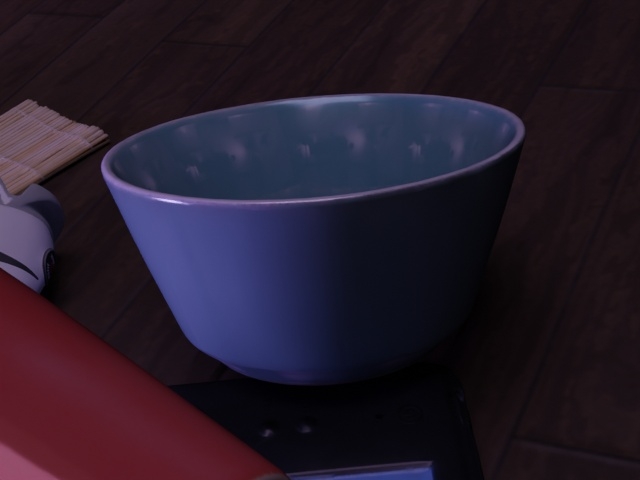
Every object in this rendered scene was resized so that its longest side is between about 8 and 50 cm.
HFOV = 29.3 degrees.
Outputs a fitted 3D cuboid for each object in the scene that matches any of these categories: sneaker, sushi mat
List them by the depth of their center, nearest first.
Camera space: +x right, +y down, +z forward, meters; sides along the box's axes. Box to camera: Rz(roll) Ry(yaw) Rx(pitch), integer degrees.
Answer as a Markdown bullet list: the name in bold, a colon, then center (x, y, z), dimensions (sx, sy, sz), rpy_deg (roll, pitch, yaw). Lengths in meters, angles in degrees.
- **sneaker**: center (-0.399, 0.021, 1.061), dimensions (0.330, 0.122, 0.146), rpy_deg (-2, 48, 2)
- **sushi mat**: center (-0.379, -0.056, 1.265), dimensions (0.151, 0.019, 0.316), rpy_deg (21, 45, 38)

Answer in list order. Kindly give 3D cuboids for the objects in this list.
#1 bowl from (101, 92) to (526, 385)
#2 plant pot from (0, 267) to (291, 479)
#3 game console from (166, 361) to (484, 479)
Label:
- **bowl**: center (0.000, 0.000, 0.921), dimensions (0.311, 0.163, 0.311), rpy_deg (-4, 18, 1)
- **plant pot**: center (-0.159, 0.156, 0.618), dimensions (0.243, 0.275, 0.275), rpy_deg (21, 44, 21)
- **game console**: center (-0.056, 0.221, 0.751), dimensions (0.341, 0.060, 0.387), rpy_deg (-9, 35, 2)
